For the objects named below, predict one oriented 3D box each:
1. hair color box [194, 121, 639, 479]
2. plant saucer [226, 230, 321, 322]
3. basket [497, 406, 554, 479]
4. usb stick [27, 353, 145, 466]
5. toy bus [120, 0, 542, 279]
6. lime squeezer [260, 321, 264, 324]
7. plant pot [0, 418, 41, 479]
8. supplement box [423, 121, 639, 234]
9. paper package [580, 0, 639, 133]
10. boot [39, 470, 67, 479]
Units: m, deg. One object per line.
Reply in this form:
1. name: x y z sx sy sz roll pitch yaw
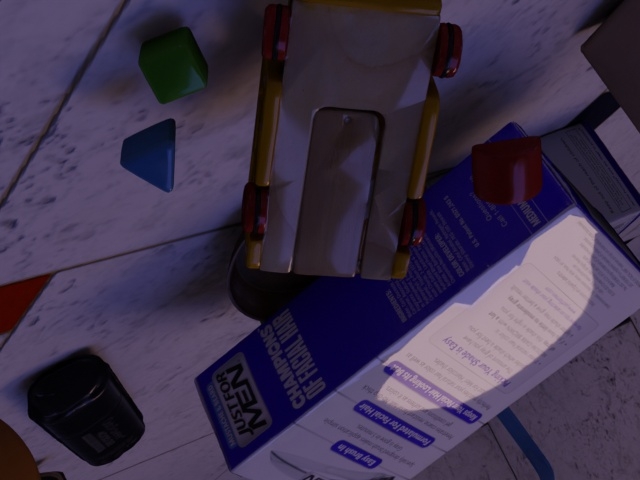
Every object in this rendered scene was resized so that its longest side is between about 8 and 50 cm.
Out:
1. hair color box: 0.086 0.078 0.991 0.339 0.110 0.185 -40 139 12
2. plant saucer: 0.000 0.000 0.955 0.168 0.029 0.168 -20 145 -14
3. basket: 0.121 0.209 1.419 0.254 0.289 0.201 -14 153 -39
4. usb stick: -0.209 0.160 1.110 0.077 0.045 0.278 -35 166 -11
5. toy bus: 0.010 -0.078 0.653 0.202 0.191 0.104 -34 -152 14
6. lime squeezer: -0.008 0.041 1.092 0.110 0.059 0.310 -29 164 -8
7. plant pot: -0.271 0.188 0.758 0.205 0.205 0.188 -35 -178 15
8. supplement box: 0.187 -0.017 1.172 0.220 0.114 0.111 -22 162 -34
9. paper package: 0.391 -0.127 0.835 0.168 0.309 0.325 -24 164 -33
10. boot: -0.357 0.297 1.216 0.198 0.077 0.137 -35 159 9
